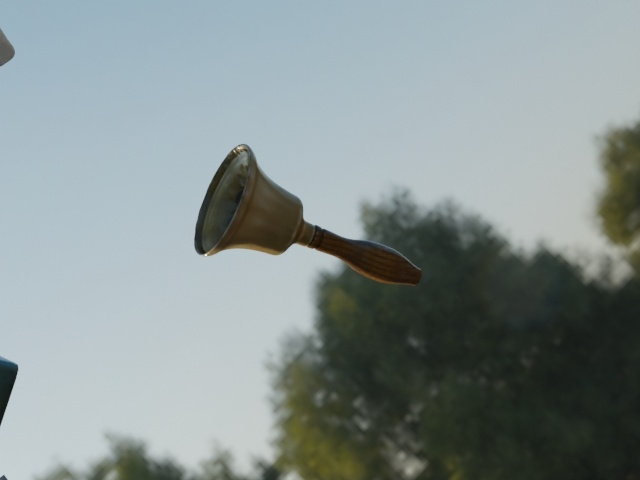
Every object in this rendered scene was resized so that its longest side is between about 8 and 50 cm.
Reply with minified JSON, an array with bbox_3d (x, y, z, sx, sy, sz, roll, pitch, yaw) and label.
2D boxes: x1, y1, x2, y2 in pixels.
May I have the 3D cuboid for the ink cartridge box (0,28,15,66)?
[{"bbox_3d":[-0.577,-0.213,2.107,0.353,0.207,0.119,-28,11,23],"label":"ink cartridge box"}]

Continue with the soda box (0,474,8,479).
[{"bbox_3d":[-0.304,0.302,1.281,0.098,0.091,0.286,-25,17,25],"label":"soda box"}]

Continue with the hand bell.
[{"bbox_3d":[0.000,0.000,1.821,0.126,0.242,0.126,-50,28,38],"label":"hand bell"}]

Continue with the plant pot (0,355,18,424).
[{"bbox_3d":[-0.419,0.144,1.488,0.165,0.234,0.165,12,84,59],"label":"plant pot"}]
